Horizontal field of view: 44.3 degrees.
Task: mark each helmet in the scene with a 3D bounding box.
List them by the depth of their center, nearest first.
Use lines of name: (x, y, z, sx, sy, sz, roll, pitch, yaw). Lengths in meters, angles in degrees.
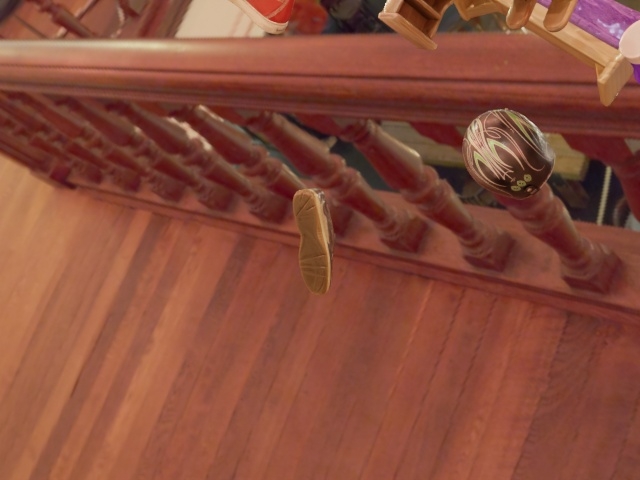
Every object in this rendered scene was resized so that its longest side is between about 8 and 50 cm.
helmet: (0.358, -0.173, 1.536, 0.169, 0.161, 0.169, -47, 22, 26)

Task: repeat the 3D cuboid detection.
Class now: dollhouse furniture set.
dollhouse furniture set: (0.231, -0.381, 1.198, 0.242, 0.212, 0.161, 23, 89, 50)

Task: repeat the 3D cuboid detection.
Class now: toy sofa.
toy sofa: (0.426, -0.419, 1.422, 0.362, 0.150, 0.177, 40, 99, 22)

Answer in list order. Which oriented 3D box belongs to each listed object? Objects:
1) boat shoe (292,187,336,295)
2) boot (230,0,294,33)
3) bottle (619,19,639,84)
boat shoe: (-0.001, -0.001, 1.625, 0.080, 0.073, 0.223, 0, 104, 40)
boot: (-0.131, -0.542, 1.520, 0.244, 0.088, 0.176, 40, 128, 14)
bottle: (0.573, -0.249, 1.236, 0.118, 0.283, 0.092, -34, 45, 35)
